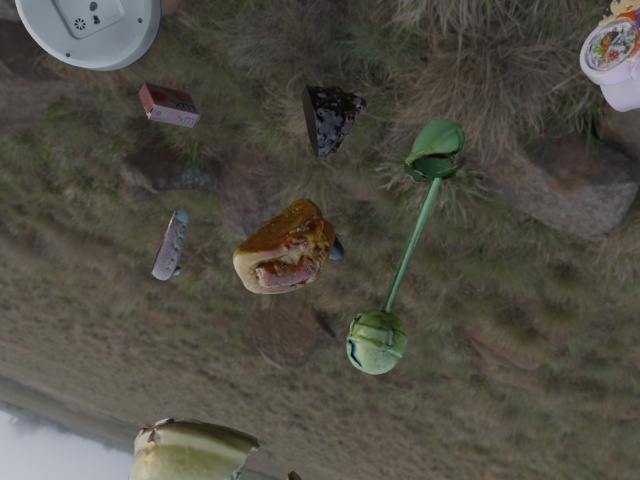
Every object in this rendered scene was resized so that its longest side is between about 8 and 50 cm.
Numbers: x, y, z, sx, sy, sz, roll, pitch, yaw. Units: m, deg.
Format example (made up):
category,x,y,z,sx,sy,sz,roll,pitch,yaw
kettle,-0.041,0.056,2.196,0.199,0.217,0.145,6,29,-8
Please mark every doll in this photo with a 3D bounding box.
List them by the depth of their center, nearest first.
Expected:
category,x,y,z,sx,sy,sz,roll,pitch,yaw
doll,0.000,0.000,1.393,0.179,0.102,0.089,39,-179,-22

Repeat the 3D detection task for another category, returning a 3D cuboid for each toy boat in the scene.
category,x,y,z,sx,sy,sz,roll,pitch,yaw
toy boat,-0.443,0.017,1.495,0.085,0.227,0.155,21,-179,-21

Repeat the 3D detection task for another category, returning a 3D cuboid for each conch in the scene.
category,x,y,z,sx,sy,sz,roll,pitch,yaw
conch,0.332,-0.243,1.396,0.137,0.250,0.143,4,137,23

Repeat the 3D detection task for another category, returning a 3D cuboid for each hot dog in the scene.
category,x,y,z,sx,sy,sz,roll,pitch,yaw
hot dog,-0.060,0.017,1.095,0.153,0.257,0.150,18,138,39

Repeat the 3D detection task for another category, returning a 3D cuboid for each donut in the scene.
category,x,y,z,sx,sy,sz,roll,pitch,yaw
donut,-0.116,0.209,0.422,0.108,0.065,0.165,17,136,1

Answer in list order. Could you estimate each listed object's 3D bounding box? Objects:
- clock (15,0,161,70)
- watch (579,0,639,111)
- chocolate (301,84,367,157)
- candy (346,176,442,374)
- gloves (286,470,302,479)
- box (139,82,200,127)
category,x,y,z,sx,sy,sz,roll,pitch,yaw
clock,-0.404,-0.421,0.859,0.231,0.230,0.083,28,-168,-13
watch,0.730,-0.426,1.081,0.232,0.243,0.196,15,172,-29
chocolate,0.056,-0.356,1.424,0.177,0.206,0.224,-12,-171,-4
candy,0.129,0.045,0.761,0.092,0.335,0.093,19,167,19
gloves,-0.148,0.658,1.081,0.116,0.294,0.133,51,173,19
box,-0.449,-0.400,1.449,0.156,0.111,0.060,0,140,-42
